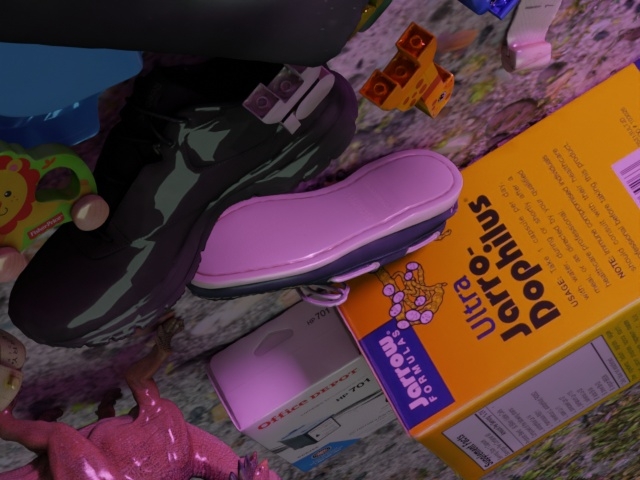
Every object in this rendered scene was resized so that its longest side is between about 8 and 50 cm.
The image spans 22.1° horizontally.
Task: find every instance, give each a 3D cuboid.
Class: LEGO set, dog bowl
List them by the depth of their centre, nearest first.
[{"bbox_3d":[-0.111,-0.154,0.962,0.297,0.074,0.166,-26,154,-6],"label":"dog bowl"},{"bbox_3d":[0.063,-0.137,1.072,0.227,0.087,0.093,-49,159,-3],"label":"LEGO set"}]

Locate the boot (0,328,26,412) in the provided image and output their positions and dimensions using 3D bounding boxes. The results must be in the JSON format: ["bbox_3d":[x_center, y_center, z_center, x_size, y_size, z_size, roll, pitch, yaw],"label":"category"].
[{"bbox_3d":[-0.273,0.056,1.151,0.262,0.095,0.203,-38,152,22],"label":"boot"}]

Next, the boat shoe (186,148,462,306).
[{"bbox_3d":[0.000,0.000,1.326,0.255,0.095,0.079,-25,143,-28],"label":"boat shoe"}]

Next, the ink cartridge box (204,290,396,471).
[{"bbox_3d":[-0.006,0.139,1.573,0.140,0.082,0.191,-32,155,7],"label":"ink cartridge box"}]

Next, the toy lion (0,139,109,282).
[{"bbox_3d":[-0.187,-0.027,0.994,0.100,0.034,0.096,-32,142,-14],"label":"toy lion"}]

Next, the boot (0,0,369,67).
[{"bbox_3d":[-0.196,-0.115,0.793,0.445,0.146,0.367,-8,136,-30],"label":"boot"}]

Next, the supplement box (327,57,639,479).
[{"bbox_3d":[0.211,0.031,1.463,0.357,0.195,0.194,-32,153,5],"label":"supplement box"}]

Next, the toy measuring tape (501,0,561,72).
[{"bbox_3d":[0.213,-0.199,1.149,0.121,0.121,0.330,-15,151,-25],"label":"toy measuring tape"}]

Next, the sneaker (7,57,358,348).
[{"bbox_3d":[-0.109,-0.049,1.114,0.286,0.109,0.130,-44,142,-9],"label":"sneaker"}]

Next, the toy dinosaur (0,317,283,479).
[{"bbox_3d":[-0.168,0.202,1.394,0.296,0.200,0.127,-18,152,-20],"label":"toy dinosaur"}]
